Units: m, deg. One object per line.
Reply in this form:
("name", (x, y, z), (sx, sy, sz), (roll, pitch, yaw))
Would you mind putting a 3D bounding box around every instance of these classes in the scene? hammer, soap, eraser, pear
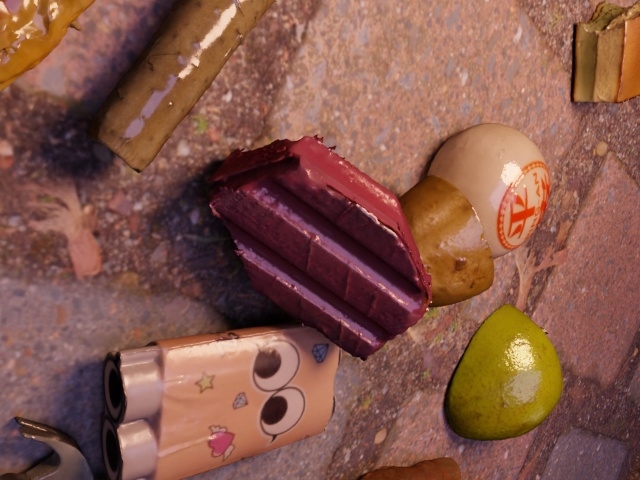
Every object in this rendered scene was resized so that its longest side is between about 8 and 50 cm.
("hammer", (-0.348, 0.279, 0.494), (0.226, 0.041, 0.159), (-21, 115, -32))
("soap", (0.000, 0.000, 0.584), (0.289, 0.112, 0.182), (34, 119, -15))
("eraser", (-0.111, 0.190, 0.623), (0.290, 0.087, 0.171), (-1, 100, -38))
("pear", (0.372, 0.311, 1.022), (0.239, 0.139, 0.288), (-23, 116, -22))

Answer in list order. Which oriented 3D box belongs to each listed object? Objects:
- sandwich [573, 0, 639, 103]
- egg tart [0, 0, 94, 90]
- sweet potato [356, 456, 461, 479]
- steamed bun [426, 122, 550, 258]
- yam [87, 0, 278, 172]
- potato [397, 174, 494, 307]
("sandwich", (0.614, -0.388, 1.003), (0.220, 0.108, 0.186), (-23, 118, -29))
("egg tart", (-0.303, -0.239, 0.294), (0.339, 0.153, 0.351), (32, 81, -42))
("sweet potato", (0.135, 0.456, 0.895), (0.385, 0.109, 0.109), (-6, 107, -43))
("steamed bun", (0.287, -0.073, 0.819), (0.232, 0.145, 0.232), (-12, 110, -35))
("yam", (-0.100, -0.234, 0.510), (0.083, 0.083, 0.371), (45, 74, -38))
("potato", (0.137, 0.028, 0.730), (0.158, 0.178, 0.203), (-32, 148, -7))
